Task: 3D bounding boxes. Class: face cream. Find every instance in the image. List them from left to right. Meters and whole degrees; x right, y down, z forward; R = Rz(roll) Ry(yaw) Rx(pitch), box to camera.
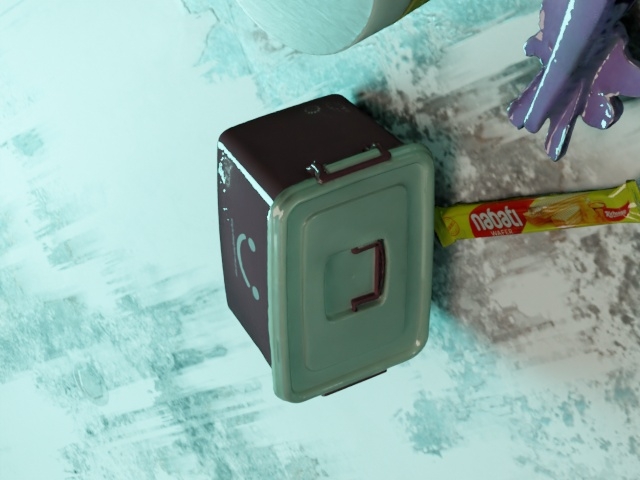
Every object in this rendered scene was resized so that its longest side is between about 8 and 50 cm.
[{"bbox_3d":[0.030,-0.302,1.821,0.218,0.179,0.218,29,136,33],"label":"face cream"}]

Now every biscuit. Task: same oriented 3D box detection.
[{"bbox_3d":[0.211,-0.026,1.955,0.292,0.026,0.048,-7,117,52],"label":"biscuit"}]

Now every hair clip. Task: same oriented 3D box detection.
[{"bbox_3d":[0.245,-0.185,1.753,0.137,0.090,0.278,41,147,20],"label":"hair clip"}]

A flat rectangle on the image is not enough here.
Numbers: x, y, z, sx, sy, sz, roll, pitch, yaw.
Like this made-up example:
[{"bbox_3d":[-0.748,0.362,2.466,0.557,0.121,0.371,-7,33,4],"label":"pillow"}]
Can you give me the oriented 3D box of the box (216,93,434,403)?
[{"bbox_3d":[0.000,0.000,2.075,0.167,0.193,0.294,49,149,44],"label":"box"}]
